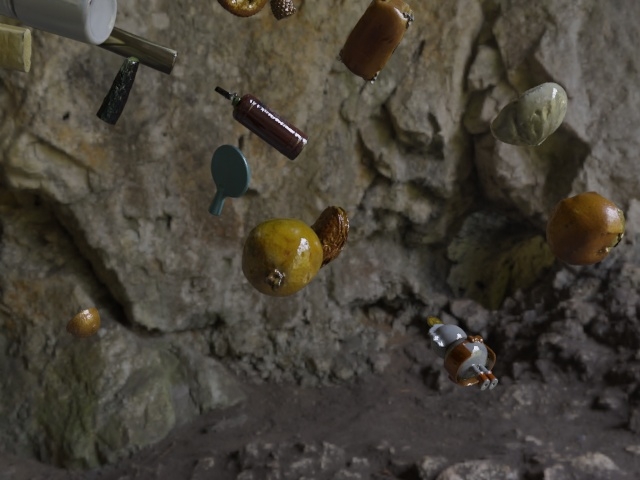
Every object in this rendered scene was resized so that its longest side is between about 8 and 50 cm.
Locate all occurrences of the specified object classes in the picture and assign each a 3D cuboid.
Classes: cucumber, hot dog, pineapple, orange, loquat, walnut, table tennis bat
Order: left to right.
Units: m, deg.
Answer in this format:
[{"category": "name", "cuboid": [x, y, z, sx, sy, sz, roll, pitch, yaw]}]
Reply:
[{"category": "walnut", "cuboid": [-0.616, 0.227, 1.710, 0.091, 0.052, 0.121, -32, -14, -25]}, {"category": "cucumber", "cuboid": [-0.611, -0.461, 2.004, 0.062, 0.211, 0.078, 32, 14, -10]}, {"category": "table tennis bat", "cuboid": [-0.279, -0.169, 1.911, 0.040, 0.153, 0.244, -24, -30, -47]}, {"category": "pineapple", "cuboid": [-0.103, -0.577, 1.512, 0.058, 0.124, 0.058, -23, 13, 5]}, {"category": "loquat", "cuboid": [-0.100, 0.049, 1.645, 0.213, 0.214, 0.246, -6, 27, 7]}, {"category": "hot dog", "cuboid": [0.000, 0.003, 2.156, 0.259, 0.114, 0.175, -43, 24, 1]}, {"category": "orange", "cuboid": [0.524, -0.025, 1.294, 0.156, 0.134, 0.157, -19, -26, -10]}]

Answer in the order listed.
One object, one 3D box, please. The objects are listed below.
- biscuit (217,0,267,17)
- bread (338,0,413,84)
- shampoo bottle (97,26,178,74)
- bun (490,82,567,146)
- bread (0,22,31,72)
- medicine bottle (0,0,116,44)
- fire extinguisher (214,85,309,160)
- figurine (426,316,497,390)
[{"category": "biscuit", "cuboid": [-0.244, -0.801, 1.999, 0.220, 0.221, 0.066, -6, 21, -42]}, {"category": "bread", "cuboid": [0.158, -0.582, 1.869, 0.241, 0.136, 0.107, -53, 4, 44]}, {"category": "shampoo bottle", "cuboid": [-0.663, -0.666, 2.209, 0.349, 0.084, 0.125, 19, -5, -16]}, {"category": "bun", "cuboid": [0.473, -0.266, 1.458, 0.183, 0.102, 0.183, -26, -16, -8]}, {"category": "bread", "cuboid": [-0.988, -0.601, 2.010, 0.178, 0.140, 0.060, 10, 22, 3]}, {"category": "medicine bottle", "cuboid": [-0.585, -0.522, 1.409, 0.251, 0.145, 0.144, 15, 2, 5]}, {"category": "fire extinguisher", "cuboid": [-0.206, -0.405, 2.165, 0.344, 0.102, 0.138, 35, 3, -14]}, {"category": "figurine", "cuboid": [0.380, 0.296, 1.776, 0.143, 0.271, 0.143, -15, -37, -12]}]
